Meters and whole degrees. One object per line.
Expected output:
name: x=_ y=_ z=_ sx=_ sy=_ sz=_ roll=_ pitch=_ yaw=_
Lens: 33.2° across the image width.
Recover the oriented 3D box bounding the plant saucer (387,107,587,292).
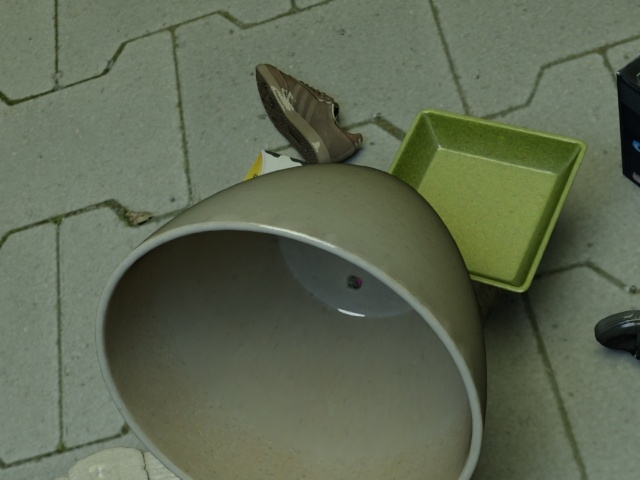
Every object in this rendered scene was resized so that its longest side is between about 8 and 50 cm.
plant saucer: x=0.155 y=-0.036 z=1.100 sx=0.188 sy=0.045 sz=0.188 roll=16 pitch=63 yaw=25

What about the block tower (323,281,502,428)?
block tower: x=0.096 y=0.106 z=1.110 sx=0.097 sy=0.091 sz=0.335 roll=19 pitch=66 yaw=28

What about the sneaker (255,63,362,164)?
sneaker: x=-0.017 y=-0.162 z=1.355 sx=0.071 sy=0.066 sz=0.188 roll=-23 pitch=57 yaw=-17

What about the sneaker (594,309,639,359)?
sneaker: x=0.354 y=0.117 z=1.034 sx=0.170 sy=0.051 sz=0.089 roll=0 pitch=56 yaw=8

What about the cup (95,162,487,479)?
cup: x=0.003 y=0.062 z=0.952 sx=0.331 sy=0.331 sz=0.237 roll=2 pitch=34 yaw=21

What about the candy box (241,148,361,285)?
candy box: x=0.000 y=0.000 z=1.226 sx=0.233 sy=0.071 sz=0.159 roll=17 pitch=65 yaw=28

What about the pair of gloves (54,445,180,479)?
pair of gloves: x=-0.198 y=0.319 z=1.102 sx=0.204 sy=0.042 sz=0.240 roll=-13 pitch=54 yaw=11

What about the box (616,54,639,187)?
box: x=0.392 y=-0.070 z=1.071 sx=0.051 sy=0.175 sz=0.220 roll=-37 pitch=54 yaw=-8
